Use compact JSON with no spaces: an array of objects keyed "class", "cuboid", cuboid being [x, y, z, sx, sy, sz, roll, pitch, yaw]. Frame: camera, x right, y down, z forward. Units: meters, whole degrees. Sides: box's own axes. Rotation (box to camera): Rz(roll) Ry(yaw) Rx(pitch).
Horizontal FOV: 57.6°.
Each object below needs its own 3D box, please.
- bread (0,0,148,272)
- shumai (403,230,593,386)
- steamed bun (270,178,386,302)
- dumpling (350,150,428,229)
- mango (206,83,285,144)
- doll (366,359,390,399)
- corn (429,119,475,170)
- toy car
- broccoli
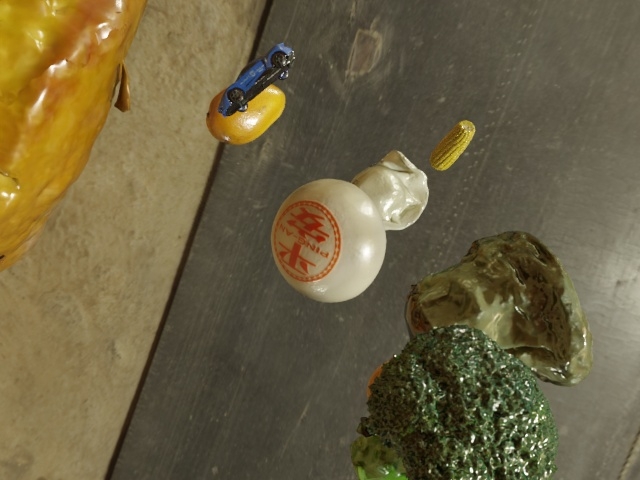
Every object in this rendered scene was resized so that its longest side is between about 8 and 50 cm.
[{"class":"bread","cuboid":[-0.261,-0.144,0.405,0.204,0.337,0.358,25,55,-40]},{"class":"shumai","cuboid":[0.348,0.168,1.245,0.323,0.397,0.324,-16,110,-6]},{"class":"steamed bun","cuboid":[0.000,0.000,1.069,0.232,0.145,0.232,-1,89,40]},{"class":"dumpling","cuboid":[0.189,-0.114,1.789,0.243,0.187,0.318,35,76,15]},{"class":"mango","cuboid":[-0.185,-0.328,1.471,0.219,0.112,0.145,-32,104,-21]},{"class":"doll","cuboid":[0.247,0.451,1.658,0.213,0.236,0.213,-9,122,-14]},{"class":"corn","cuboid":[0.357,-0.256,1.591,0.067,0.206,0.067,5,66,-12]},{"class":"toy car","cuboid":[-0.148,-0.358,1.299,0.216,0.103,0.063,-39,90,-1]},{"class":"broccoli","cuboid":[0.156,0.261,0.746,0.297,0.297,0.297,-38,96,33]}]
